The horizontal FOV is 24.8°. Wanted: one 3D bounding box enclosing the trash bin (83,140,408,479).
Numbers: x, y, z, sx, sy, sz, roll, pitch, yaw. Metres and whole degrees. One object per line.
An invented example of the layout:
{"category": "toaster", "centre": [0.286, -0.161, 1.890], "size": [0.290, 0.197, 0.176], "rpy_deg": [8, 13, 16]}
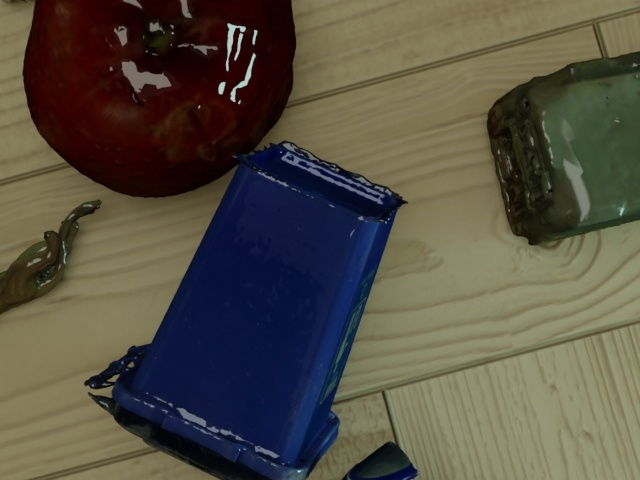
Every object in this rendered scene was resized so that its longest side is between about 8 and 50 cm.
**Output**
{"category": "trash bin", "centre": [-0.048, 0.052, 1.095], "size": [0.184, 0.162, 0.234], "rpy_deg": [24, 105, 7]}

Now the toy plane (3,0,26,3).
{"category": "toy plane", "centre": [-0.299, -0.279, 1.224], "size": [0.286, 0.092, 0.108], "rpy_deg": [28, 110, 4]}

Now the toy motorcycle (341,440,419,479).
{"category": "toy motorcycle", "centre": [0.095, 0.245, 1.090], "size": [0.315, 0.113, 0.169], "rpy_deg": [14, 94, -22]}

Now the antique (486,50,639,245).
{"category": "antique", "centre": [0.289, -0.087, 1.146], "size": [0.284, 0.150, 0.125], "rpy_deg": [-13, 86, -7]}

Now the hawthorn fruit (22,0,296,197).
{"category": "hawthorn fruit", "centre": [-0.127, -0.145, 1.096], "size": [0.210, 0.266, 0.230], "rpy_deg": [26, 94, 1]}

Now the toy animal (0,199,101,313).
{"category": "toy animal", "centre": [-0.272, 0.026, 1.189], "size": [0.220, 0.069, 0.086], "rpy_deg": [-36, 104, 3]}
